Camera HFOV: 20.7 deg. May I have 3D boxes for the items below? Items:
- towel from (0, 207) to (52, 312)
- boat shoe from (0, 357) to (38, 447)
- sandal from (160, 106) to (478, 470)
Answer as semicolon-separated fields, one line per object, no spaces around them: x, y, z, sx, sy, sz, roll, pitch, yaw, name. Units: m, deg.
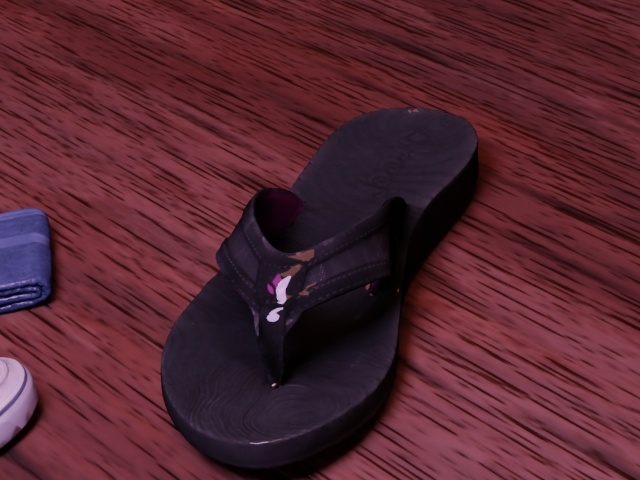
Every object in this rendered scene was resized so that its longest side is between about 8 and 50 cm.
-0.248;0.016;1.400;0.067;0.029;0.119;-11;32;-4;towel
-0.318;0.127;1.189;0.258;0.084;0.095;-24;35;-23;boat shoe
-0.002;-0.001;1.298;0.167;0.107;0.446;4;34;18;sandal
